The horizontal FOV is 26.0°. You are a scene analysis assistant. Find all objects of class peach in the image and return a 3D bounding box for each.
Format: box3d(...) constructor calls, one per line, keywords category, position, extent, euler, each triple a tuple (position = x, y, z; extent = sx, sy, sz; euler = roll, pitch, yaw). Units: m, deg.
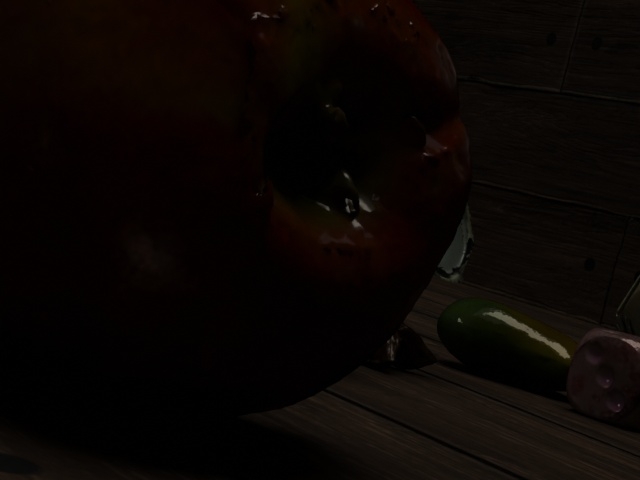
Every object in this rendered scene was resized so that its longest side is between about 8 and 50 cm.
box3d(category="peach", position=(-0.126, -0.070, 0.878), extent=(0.353, 0.339, 0.417), euler=(13, -2, -41))

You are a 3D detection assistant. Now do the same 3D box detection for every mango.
box3d(category="mango", position=(0.224, 0.126, 1.603), extent=(0.191, 0.085, 0.122), euler=(26, -4, 23))

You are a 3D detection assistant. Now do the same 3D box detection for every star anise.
box3d(category="star anise", position=(0.043, 0.094, 1.438), extent=(0.168, 0.057, 0.168), euler=(14, 0, 0))

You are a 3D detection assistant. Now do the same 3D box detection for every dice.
box3d(category="dice", position=(0.321, 0.146, 1.466), extent=(0.091, 0.093, 0.094), euler=(16, 4, 37))

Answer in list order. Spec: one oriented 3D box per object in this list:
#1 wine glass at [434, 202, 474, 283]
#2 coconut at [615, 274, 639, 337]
box3d(category="wine glass", position=(0.000, 0.000, 1.492), extent=(0.321, 0.143, 0.143), euler=(-11, -11, 28))
box3d(category="coconut", position=(0.522, 0.101, 1.674), extent=(0.323, 0.323, 0.323), euler=(14, 2, -1))
